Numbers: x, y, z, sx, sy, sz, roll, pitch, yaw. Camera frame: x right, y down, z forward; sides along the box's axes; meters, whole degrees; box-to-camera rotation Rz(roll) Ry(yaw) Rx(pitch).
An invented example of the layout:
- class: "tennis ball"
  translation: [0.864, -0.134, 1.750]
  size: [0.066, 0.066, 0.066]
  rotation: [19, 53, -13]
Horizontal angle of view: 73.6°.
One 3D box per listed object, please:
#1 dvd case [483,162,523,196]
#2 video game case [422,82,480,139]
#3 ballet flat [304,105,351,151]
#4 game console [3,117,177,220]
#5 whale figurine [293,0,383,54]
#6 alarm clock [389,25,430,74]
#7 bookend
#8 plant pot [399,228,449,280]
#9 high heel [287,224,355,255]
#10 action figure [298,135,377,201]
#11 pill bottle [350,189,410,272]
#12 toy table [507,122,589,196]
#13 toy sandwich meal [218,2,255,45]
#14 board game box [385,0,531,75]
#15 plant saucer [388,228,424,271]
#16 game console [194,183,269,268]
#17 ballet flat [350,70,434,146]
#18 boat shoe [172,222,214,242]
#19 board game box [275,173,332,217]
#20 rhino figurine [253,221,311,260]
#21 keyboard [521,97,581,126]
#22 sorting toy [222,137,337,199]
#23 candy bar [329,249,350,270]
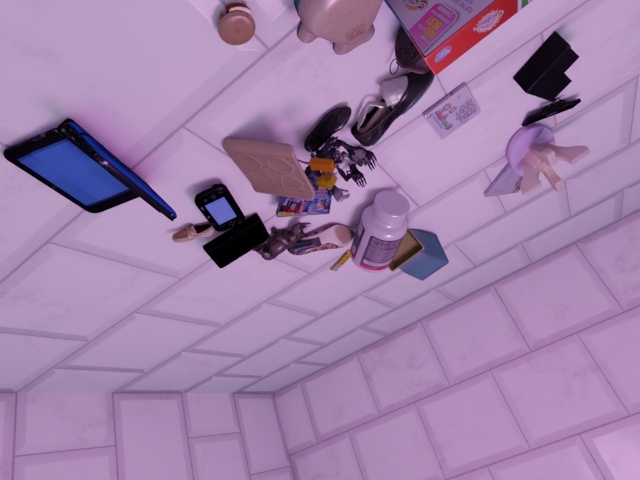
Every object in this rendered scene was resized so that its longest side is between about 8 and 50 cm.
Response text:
- class: "dvd case"
  translation: [0.806, -0.275, 1.750]
  size: [0.180, 0.022, 0.253]
  rotation: [-8, 148, -20]
- class: "video game case"
  translation: [0.405, -0.391, 1.312]
  size: [0.143, 0.019, 0.157]
  rotation: [-34, 147, 23]
- class: "ballet flat"
  translation: [0.017, -0.314, 1.189]
  size: [0.173, 0.049, 0.057]
  rotation: [-38, 105, 25]
- class: "game console"
  translation: [-0.538, -0.126, 1.027]
  size: [0.173, 0.250, 0.293]
  rotation: [-47, 151, -7]
- class: "whale figurine"
  translation: [0.040, -0.482, 0.858]
  size: [0.216, 0.141, 0.272]
  rotation: [-27, 174, 12]
- class: "alarm clock"
  translation: [0.217, -0.450, 0.998]
  size: [0.064, 0.130, 0.192]
  rotation: [-2, 166, -27]
- class: "bookend"
  translation: [0.681, -0.501, 1.247]
  size: [0.156, 0.072, 0.157]
  rotation: [0, 144, -33]
- class: "plant pot"
  translation: [0.417, 0.053, 1.918]
  size: [0.234, 0.166, 0.165]
  rotation: [17, 134, -38]
- class: "high heel"
  translation: [0.000, 0.000, 1.687]
  size: [0.261, 0.093, 0.186]
  rotation: [-13, 179, -44]
- class: "action figure"
  translation: [0.065, -0.210, 1.224]
  size: [0.275, 0.141, 0.164]
  rotation: [-11, 143, -52]
- class: "pill bottle"
  translation: [0.228, -0.033, 1.627]
  size: [0.176, 0.176, 0.319]
  rotation: [-9, 144, -19]
- class: "toy table"
  translation: [0.811, -0.289, 1.558]
  size: [0.274, 0.161, 0.252]
  rotation: [21, 123, -42]
- class: "toy sandwich meal"
  translation: [-0.172, -0.438, 0.870]
  size: [0.085, 0.029, 0.086]
  rotation: [-16, 155, -8]
- class: "board game box"
  translation: [0.294, -0.512, 0.820]
  size: [0.316, 0.242, 0.064]
  rotation: [-34, 148, 24]
- class: "plant saucer"
  translation: [0.312, 0.005, 1.785]
  size: [0.188, 0.188, 0.045]
  rotation: [-42, 175, 34]
- class: "game console"
  translation: [-0.303, -0.049, 1.372]
  size: [0.213, 0.044, 0.361]
  rotation: [-33, 149, -8]
- class: "ballet flat"
  translation: [0.181, -0.363, 1.153]
  size: [0.096, 0.095, 0.280]
  rotation: [17, 135, -30]
- class: "boat shoe"
  translation: [-0.412, -0.030, 1.380]
  size: [0.135, 0.050, 0.045]
  rotation: [-18, 149, -25]
- class: "board game box"
  translation: [-0.037, -0.161, 1.380]
  size: [0.194, 0.060, 0.194]
  rotation: [-5, 146, -25]
- class: "rhino figurine"
  translation: [-0.137, -0.005, 1.564]
  size: [0.243, 0.073, 0.106]
  rotation: [-31, 145, 15]
- class: "keyboard"
  translation: [0.785, -0.449, 1.452]
  size: [0.192, 0.038, 0.100]
  rotation: [-21, 174, -1]
- class: "sorting toy"
  translation: [-0.091, -0.192, 1.170]
  size: [0.307, 0.041, 0.229]
  rotation: [10, 156, 21]
- class: "candy bar"
  translation: [0.096, 0.093, 1.924]
  size: [0.040, 0.018, 0.161]
  rotation: [7, 141, -33]
